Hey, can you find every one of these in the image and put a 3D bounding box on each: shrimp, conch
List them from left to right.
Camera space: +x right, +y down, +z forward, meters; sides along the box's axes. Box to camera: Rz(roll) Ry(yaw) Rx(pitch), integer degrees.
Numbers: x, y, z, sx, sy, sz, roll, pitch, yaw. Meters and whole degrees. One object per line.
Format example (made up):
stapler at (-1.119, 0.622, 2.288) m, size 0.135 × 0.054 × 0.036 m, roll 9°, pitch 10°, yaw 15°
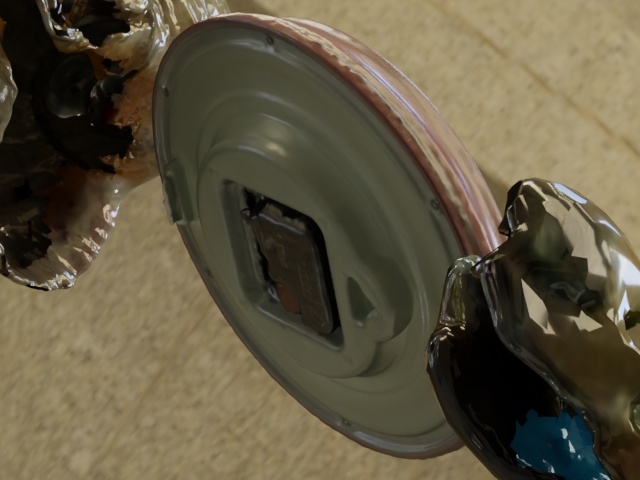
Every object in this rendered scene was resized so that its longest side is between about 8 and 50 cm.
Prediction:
conch at (-0.160, -0.098, 1.058) m, size 0.159 × 0.291 × 0.210 m, roll 34°, pitch -90°, yaw 19°
shrimp at (0.235, 0.127, 0.670) m, size 0.446 × 0.221 × 0.110 m, roll 30°, pitch -130°, yaw -6°

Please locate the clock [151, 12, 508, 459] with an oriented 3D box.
clock at (-0.001, 0.000, 0.928) m, size 0.056 × 0.244 × 0.244 m, roll -33°, pitch -99°, yaw -32°
